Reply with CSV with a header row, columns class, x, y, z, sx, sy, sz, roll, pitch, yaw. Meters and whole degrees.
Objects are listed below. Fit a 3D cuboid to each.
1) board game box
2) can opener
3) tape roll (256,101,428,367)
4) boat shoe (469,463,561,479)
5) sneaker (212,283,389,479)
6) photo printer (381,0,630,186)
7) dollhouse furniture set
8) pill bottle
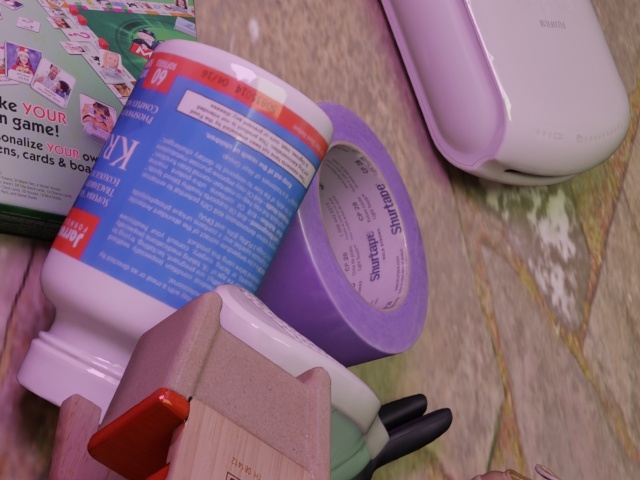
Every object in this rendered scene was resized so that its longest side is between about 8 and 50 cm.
class,x,y,z,sx,sy,sz,roll,pitch,yaw
board game box,-0.211,-0.112,0.748,0.317,0.046,0.213,13,61,-41
can opener,0.035,0.152,0.865,0.059,0.073,0.186,31,31,24
tape roll,0.000,0.000,0.844,0.189,0.080,0.189,40,40,-46
boat shoe,0.227,0.245,0.952,0.285,0.089,0.104,34,20,-36
sneaker,-0.042,0.128,0.668,0.094,0.151,0.256,38,-11,26
photo printer,0.180,-0.202,1.145,0.256,0.107,0.307,-8,76,-47
dollhouse furniture set,-0.117,0.143,0.552,0.262,0.259,0.135,37,38,-24
pill bottle,-0.091,0.002,0.699,0.124,0.124,0.221,31,81,-32
